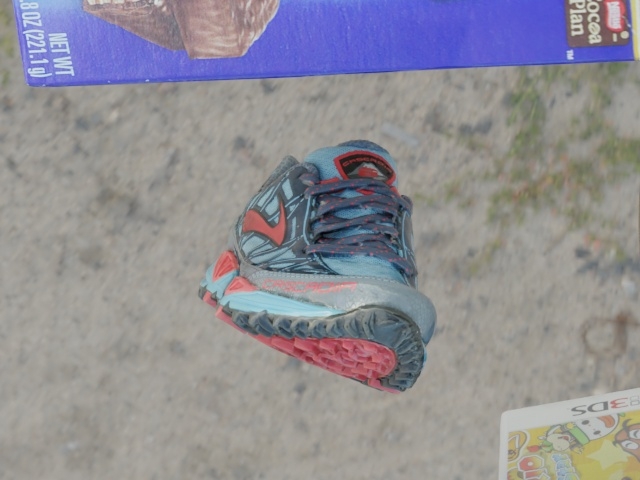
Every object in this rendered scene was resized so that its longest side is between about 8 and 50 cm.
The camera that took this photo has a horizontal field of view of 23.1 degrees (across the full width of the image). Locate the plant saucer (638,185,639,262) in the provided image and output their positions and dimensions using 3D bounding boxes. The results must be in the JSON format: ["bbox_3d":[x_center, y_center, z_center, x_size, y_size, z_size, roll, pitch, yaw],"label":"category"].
[{"bbox_3d":[0.177,0.012,0.447,0.041,0.278,0.277,-5,124,-19],"label":"plant saucer"}]

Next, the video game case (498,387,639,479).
[{"bbox_3d":[0.222,0.169,1.060,0.206,0.227,0.026,-12,116,14],"label":"video game case"}]

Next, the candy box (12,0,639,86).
[{"bbox_3d":[0.009,-0.210,0.698,0.317,0.122,0.268,-1,107,20],"label":"candy box"}]

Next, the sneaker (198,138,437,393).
[{"bbox_3d":[0.000,0.000,0.856,0.104,0.262,0.125,23,90,-19],"label":"sneaker"}]
